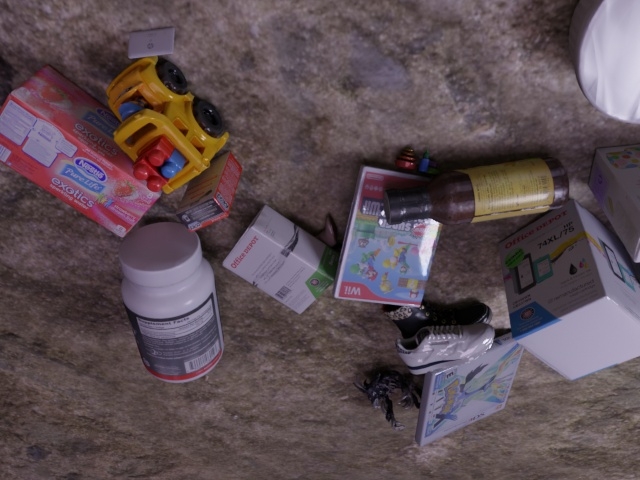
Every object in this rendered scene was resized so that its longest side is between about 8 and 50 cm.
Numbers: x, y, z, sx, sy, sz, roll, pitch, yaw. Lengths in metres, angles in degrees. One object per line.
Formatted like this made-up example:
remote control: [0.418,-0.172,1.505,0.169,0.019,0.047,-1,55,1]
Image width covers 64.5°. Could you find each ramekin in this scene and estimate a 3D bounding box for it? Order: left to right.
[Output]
ramekin: [0.527,-0.332,0.796,0.272,0.127,0.273,2,129,3]

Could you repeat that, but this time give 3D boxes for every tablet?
tablet: [-0.298,-0.349,0.894,0.083,0.054,0.006,-4,164,8]

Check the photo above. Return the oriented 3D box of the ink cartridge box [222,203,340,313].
ink cartridge box: [-0.086,0.045,1.145,0.219,0.093,0.160,35,130,-11]

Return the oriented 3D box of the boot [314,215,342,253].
boot: [0.000,0.000,1.164,0.086,0.042,0.119,-9,124,18]

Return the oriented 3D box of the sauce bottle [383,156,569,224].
sauce bottle: [0.297,-0.090,0.993,0.344,0.111,0.112,-8,129,-2]

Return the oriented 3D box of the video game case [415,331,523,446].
video game case: [0.405,0.407,1.381,0.299,0.036,0.329,-17,130,-18]

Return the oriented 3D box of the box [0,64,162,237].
box: [-0.457,-0.169,0.991,0.300,0.142,0.154,37,123,-24]

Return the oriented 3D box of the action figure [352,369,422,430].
action figure: [0.233,0.449,1.451,0.275,0.141,0.164,2,136,-1]

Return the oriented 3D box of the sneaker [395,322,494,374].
sneaker: [0.296,0.243,1.211,0.235,0.090,0.095,-26,106,20]

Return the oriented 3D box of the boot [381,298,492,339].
boot: [0.287,0.183,1.265,0.236,0.085,0.179,-29,119,23]

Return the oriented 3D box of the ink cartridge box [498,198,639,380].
ink cartridge box: [0.520,0.100,1.048,0.197,0.270,0.198,34,130,-21]

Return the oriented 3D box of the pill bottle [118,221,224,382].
pill bottle: [-0.348,0.149,1.201,0.210,0.210,0.363,3,129,2]

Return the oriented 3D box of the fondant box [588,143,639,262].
fondant box: [0.701,-0.085,0.914,0.329,0.238,0.096,-4,130,7]

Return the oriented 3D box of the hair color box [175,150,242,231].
hair color box: [-0.219,-0.100,1.013,0.093,0.167,0.053,-21,125,20]

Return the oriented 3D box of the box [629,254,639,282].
box: [0.714,0.047,1.058,0.087,0.169,0.290,3,130,20]

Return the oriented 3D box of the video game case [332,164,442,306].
video game case: [0.150,-0.002,1.068,0.203,0.025,0.286,8,106,-15]

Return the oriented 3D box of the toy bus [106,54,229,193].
toy bus: [-0.298,-0.193,0.917,0.149,0.212,0.220,-26,121,25]

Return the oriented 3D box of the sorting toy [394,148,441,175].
sorting toy: [0.201,-0.159,1.017,0.101,0.061,0.042,11,95,-14]
